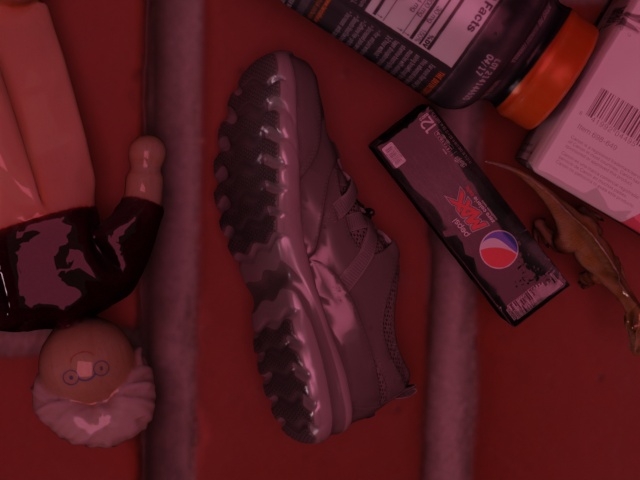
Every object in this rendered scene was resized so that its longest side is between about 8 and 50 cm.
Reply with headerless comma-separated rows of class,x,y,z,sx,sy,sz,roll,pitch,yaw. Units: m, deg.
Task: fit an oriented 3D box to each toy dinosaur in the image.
toy dinosaur,0.188,-0.004,1.002,0.053,0.092,0.183,-39,97,2

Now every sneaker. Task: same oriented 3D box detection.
sneaker,0.000,0.000,1.011,0.115,0.105,0.281,-12,96,-31

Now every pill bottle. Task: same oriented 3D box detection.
pill bottle,0.071,-0.178,0.960,0.246,0.130,0.130,33,94,-6

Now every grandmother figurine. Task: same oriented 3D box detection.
grandmother figurine,-0.206,-0.012,0.986,0.208,0.104,0.342,-19,94,9

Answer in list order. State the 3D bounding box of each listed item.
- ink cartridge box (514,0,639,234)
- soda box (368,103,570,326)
ink cartridge box,0.265,-0.110,0.994,0.159,0.092,0.217,30,96,-5
soda box,0.108,-0.019,1.014,0.053,0.060,0.169,-38,96,1
